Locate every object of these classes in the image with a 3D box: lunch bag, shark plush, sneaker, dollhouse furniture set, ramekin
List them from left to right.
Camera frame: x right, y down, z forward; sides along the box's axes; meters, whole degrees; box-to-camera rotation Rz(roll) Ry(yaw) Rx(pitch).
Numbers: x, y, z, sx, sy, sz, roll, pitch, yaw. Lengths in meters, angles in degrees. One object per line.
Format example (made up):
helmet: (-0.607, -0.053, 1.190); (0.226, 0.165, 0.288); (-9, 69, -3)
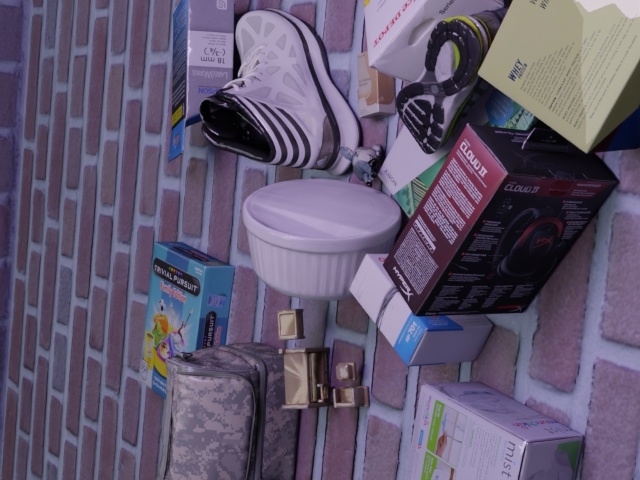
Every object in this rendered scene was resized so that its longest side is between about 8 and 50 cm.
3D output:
lunch bag: (-0.195, 0.360, 2.056); (0.212, 0.256, 0.305); (15, 102, 54)
sneaker: (-0.121, -0.303, 1.970); (0.169, 0.257, 0.448); (-61, 44, 34)
ramekin: (0.000, 0.000, 1.795); (0.273, 0.272, 0.127); (35, 129, 50)
dollhouse furniture set: (0.018, 0.214, 1.932); (0.160, 0.101, 0.182); (-6, 83, 30)
shark plush: (0.088, -0.125, 1.816); (0.161, 0.073, 0.067); (-149, 53, -69)
sneaker: (0.206, -0.230, 1.549); (0.111, 0.121, 0.300); (58, 154, 14)

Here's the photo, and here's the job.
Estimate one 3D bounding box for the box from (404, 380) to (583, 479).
box: (0.240, 0.369, 1.549); (0.231, 0.126, 0.262); (21, 106, 53)

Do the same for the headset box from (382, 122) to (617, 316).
headset box: (0.254, -0.033, 1.464); (0.110, 0.218, 0.293); (59, 135, 37)

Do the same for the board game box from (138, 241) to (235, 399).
board game box: (-0.308, 0.192, 2.374); (0.253, 0.079, 0.336); (20, 105, 53)

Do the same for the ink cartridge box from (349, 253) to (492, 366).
ink cartridge box: (0.156, 0.106, 1.664); (0.191, 0.139, 0.082); (53, 131, 41)

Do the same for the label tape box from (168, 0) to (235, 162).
label tape box: (-0.254, -0.338, 2.234); (0.240, 0.105, 0.334); (179, 93, -75)

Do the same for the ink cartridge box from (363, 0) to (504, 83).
ink cartridge box: (0.164, -0.407, 1.631); (0.201, 0.117, 0.278); (-46, 36, 43)

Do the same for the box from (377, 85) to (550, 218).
box: (0.226, -0.156, 1.647); (0.232, 0.058, 0.322); (57, 133, 39)

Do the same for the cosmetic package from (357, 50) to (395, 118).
cosmetic package: (0.098, -0.275, 1.846); (0.060, 0.041, 0.115); (-10, 81, 55)

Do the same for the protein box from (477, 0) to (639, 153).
protein box: (0.353, -0.252, 1.370); (0.201, 0.136, 0.200); (43, 124, 32)
